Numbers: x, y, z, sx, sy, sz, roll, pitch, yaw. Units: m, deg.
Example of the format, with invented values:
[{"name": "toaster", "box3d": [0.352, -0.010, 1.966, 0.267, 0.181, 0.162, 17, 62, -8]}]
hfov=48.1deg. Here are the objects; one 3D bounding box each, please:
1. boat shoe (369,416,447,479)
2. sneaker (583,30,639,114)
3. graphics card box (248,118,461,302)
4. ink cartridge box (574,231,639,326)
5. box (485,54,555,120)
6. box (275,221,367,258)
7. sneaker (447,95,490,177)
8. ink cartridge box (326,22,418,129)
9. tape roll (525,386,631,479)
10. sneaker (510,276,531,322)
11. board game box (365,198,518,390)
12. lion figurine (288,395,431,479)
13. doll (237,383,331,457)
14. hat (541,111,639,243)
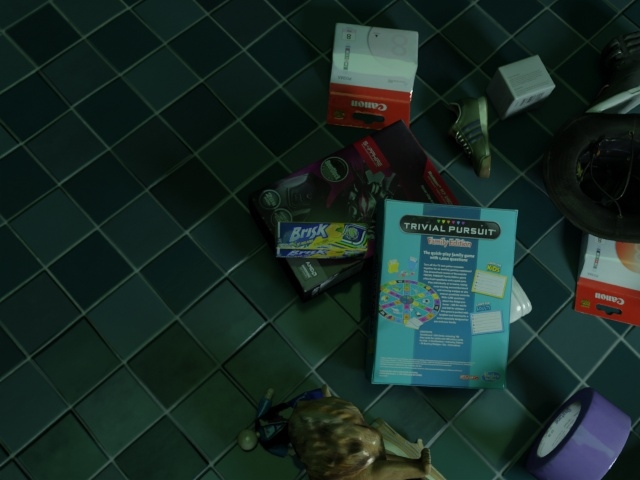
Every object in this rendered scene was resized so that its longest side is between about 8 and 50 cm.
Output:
[{"name": "boat shoe", "box3d": [0.167, 0.391, 1.301, 0.190, 0.068, 0.072, 36, 60, 9]}, {"name": "sneaker", "box3d": [0.654, -0.362, 1.597, 0.295, 0.104, 0.147, -31, 73, -21]}, {"name": "graphics card box", "box3d": [0.068, -0.064, 1.441, 0.371, 0.094, 0.233, -27, 75, -12]}, {"name": "ink cartridge box", "box3d": [0.600, 0.070, 1.462, 0.145, 0.045, 0.179, 14, 67, 1]}, {"name": "box", "box3d": [0.433, -0.332, 1.563, 0.101, 0.102, 0.087, -20, 75, -11]}, {"name": "box", "box3d": [0.000, 0.000, 1.333, 0.168, 0.059, 0.054, 1, 71, -4]}, {"name": "sneaker", "box3d": [0.314, -0.221, 1.539, 0.086, 0.064, 0.192, 0, 70, 3]}, {"name": "ink cartridge box", "box3d": [0.115, -0.361, 1.575, 0.189, 0.066, 0.232, 6, 65, -3]}, {"name": "tape roll", "box3d": [0.453, 0.358, 1.267, 0.080, 0.189, 0.189, 38, 72, 10]}, {"name": "sneaker", "box3d": [0.325, 0.071, 1.427, 0.094, 0.080, 0.212, -30, 76, -2]}, {"name": "board game box", "box3d": [0.224, 0.101, 1.342, 0.253, 0.079, 0.336, 5, 88, -7]}, {"name": "lion figurine", "box3d": [0.071, 0.460, 1.213, 0.240, 0.142, 0.392, -4, 85, 7]}, {"name": "doll", "box3d": [-0.065, 0.328, 1.311, 0.189, 0.046, 0.129, -24, 83, -13]}, {"name": "hat", "box3d": [0.615, -0.110, 1.484, 0.331, 0.134, 0.331, -2, 65, 4]}]
